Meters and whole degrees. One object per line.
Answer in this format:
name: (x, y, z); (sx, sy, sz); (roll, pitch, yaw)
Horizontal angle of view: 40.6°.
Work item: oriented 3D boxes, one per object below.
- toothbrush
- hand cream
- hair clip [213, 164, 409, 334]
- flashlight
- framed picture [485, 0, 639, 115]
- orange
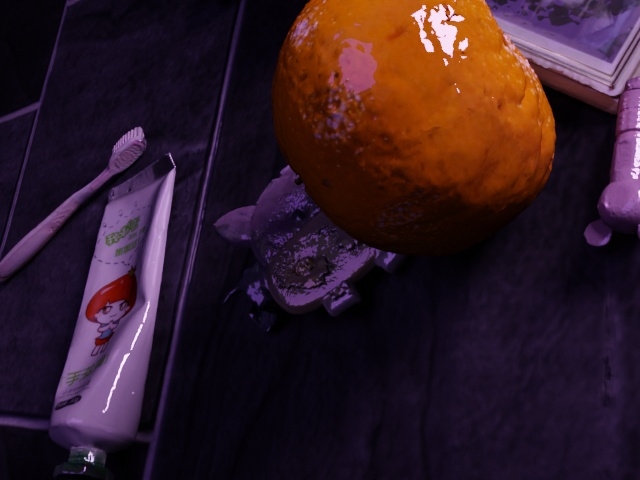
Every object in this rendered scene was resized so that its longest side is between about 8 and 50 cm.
toothbrush: (-0.302, -0.034, 1.016); (0.307, 0.025, 0.030); (-37, 41, 27)
hand cream: (-0.201, 0.070, 0.848); (0.121, 0.076, 0.336); (-22, 51, 36)
hair clip: (-0.005, -0.002, 0.681); (0.187, 0.056, 0.146); (-48, 52, 15)
flashlight: (0.189, -0.047, 0.521); (0.052, 0.031, 0.110); (-8, 62, 46)
framed picture: (0.182, -0.258, 0.594); (0.232, 0.019, 0.296); (33, 97, 34)
orange: (0.056, -0.079, 0.550); (0.161, 0.193, 0.193); (-29, 53, 25)
